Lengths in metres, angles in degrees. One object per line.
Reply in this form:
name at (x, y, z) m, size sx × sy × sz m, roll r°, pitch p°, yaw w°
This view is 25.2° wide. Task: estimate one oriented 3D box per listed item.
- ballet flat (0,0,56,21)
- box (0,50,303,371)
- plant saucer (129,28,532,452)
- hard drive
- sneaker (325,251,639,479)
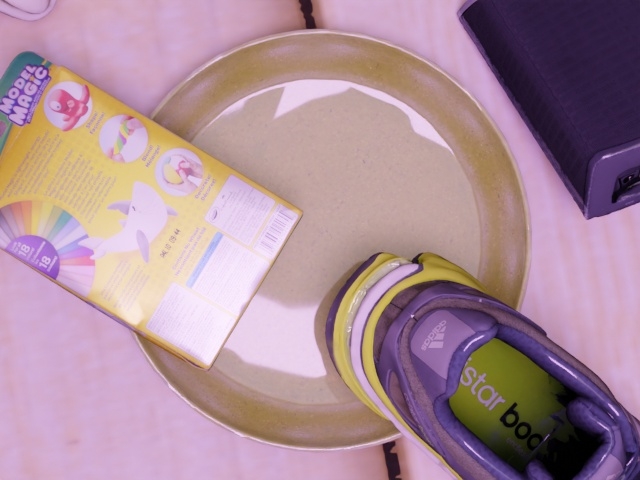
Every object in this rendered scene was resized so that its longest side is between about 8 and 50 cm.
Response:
ballet flat at (-0.228, -0.120, 0.792) m, size 0.147 × 0.147 × 0.409 m, roll 27°, pitch 89°, yaw -1°
box at (-0.112, -0.017, 0.783) m, size 0.179 × 0.043 × 0.105 m, roll 32°, pitch 87°, yaw -3°
plant saucer at (0.000, 0.000, 0.827) m, size 0.240 × 0.037 × 0.241 m, roll 0°, pitch 88°, yaw -3°
hard drive at (0.224, -0.138, 0.813) m, size 0.254 × 0.054 × 0.172 m, roll -27°, pitch 69°, yaw -3°
sneaker at (0.133, 0.126, 0.766) m, size 0.300 × 0.121 × 0.111 m, roll 38°, pitch 88°, yaw -20°
